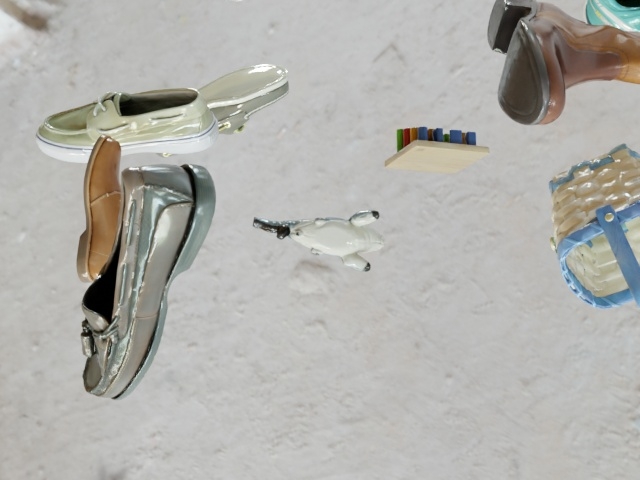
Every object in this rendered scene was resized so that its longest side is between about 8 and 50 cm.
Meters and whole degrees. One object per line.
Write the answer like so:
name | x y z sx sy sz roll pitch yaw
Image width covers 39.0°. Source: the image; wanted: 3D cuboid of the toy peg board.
toy peg board | 0.232 -0.198 1.835 0.161 0.161 0.079 148 123 -68

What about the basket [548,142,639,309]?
basket | 0.454 0.032 1.299 0.201 0.255 0.288 -31 46 16

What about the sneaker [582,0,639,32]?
sneaker | 0.525 -0.325 1.331 0.275 0.110 0.107 15 52 18

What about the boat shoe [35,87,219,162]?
boat shoe | -0.310 -0.193 1.425 0.303 0.094 0.109 -3 44 9

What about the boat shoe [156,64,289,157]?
boat shoe | -0.195 -0.248 1.738 0.305 0.091 0.109 -20 38 5

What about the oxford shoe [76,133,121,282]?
oxford shoe | -0.292 -0.045 1.281 0.076 0.076 0.212 1 86 12

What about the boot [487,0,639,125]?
boot | 0.347 -0.191 1.055 0.264 0.281 0.096 -87 9 -61

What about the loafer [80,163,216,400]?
loafer | -0.183 0.038 0.834 0.267 0.084 0.096 -62 40 27

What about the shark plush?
shark plush | 0.000 0.000 1.085 0.067 0.161 0.073 -140 47 -79
